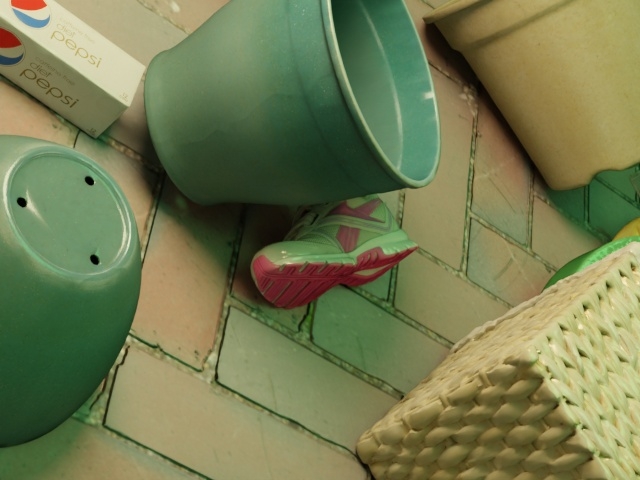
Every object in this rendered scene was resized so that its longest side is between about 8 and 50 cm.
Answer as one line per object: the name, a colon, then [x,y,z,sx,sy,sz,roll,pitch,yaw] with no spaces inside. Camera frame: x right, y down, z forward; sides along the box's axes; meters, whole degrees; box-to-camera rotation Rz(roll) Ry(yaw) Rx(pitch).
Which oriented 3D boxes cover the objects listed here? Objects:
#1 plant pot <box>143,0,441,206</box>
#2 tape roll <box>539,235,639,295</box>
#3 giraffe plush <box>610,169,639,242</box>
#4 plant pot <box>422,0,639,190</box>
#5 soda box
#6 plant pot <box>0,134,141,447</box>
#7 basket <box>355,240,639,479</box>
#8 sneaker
plant pot: [-0.040,-0.153,1.605,0.271,0.255,0.272,47,34,-47]
tape roll: [0.423,0.156,1.925,0.321,0.077,0.321,7,73,-23]
giraffe plush: [0.517,0.004,2.136,0.170,0.181,0.210,1,78,-56]
plant pot: [0.358,-0.250,2.065,0.334,0.334,0.305,-37,102,-49]
soda box: [-0.297,-0.206,1.567,0.216,0.074,0.069,35,45,-22]
plant pot: [-0.274,0.018,1.347,0.290,0.195,0.290,24,49,-31]
basket: [0.269,0.239,1.624,0.266,0.331,0.328,-30,86,-43]
sneaker: [0.000,0.000,1.702,0.252,0.103,0.111,-12,69,-54]
